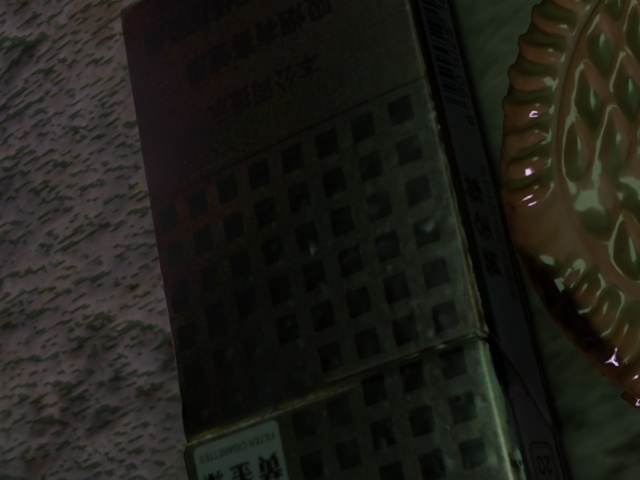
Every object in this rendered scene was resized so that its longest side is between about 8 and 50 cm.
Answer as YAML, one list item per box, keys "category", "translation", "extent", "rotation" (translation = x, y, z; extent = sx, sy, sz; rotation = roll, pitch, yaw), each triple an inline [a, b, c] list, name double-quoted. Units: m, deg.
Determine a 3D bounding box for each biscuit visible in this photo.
- category: "biscuit"
  translation: [0.192, -0.043, 0.531]
  extent: [0.259, 0.079, 0.259]
  rotation: [-6, 79, 34]

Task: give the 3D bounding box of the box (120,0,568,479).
- category: "box"
  translation: [0.001, 0.000, 0.681]
  extent: [0.180, 0.047, 0.324]
  rotation: [-22, 69, 31]
